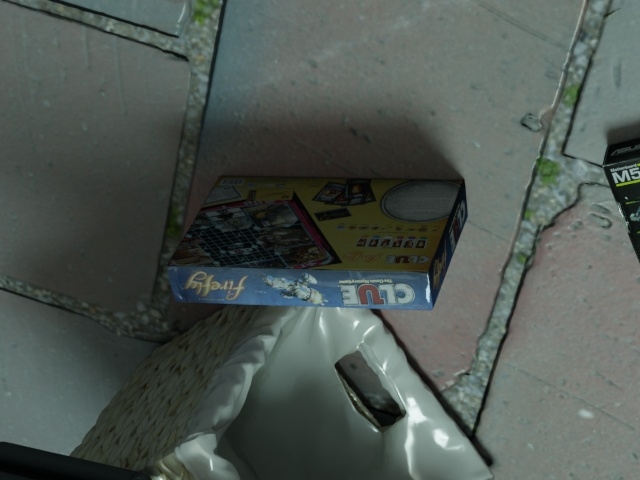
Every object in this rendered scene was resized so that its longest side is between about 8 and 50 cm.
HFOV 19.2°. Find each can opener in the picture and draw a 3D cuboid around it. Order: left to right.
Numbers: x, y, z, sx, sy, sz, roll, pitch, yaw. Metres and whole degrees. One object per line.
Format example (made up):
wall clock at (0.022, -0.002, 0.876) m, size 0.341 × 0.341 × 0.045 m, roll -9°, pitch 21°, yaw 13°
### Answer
can opener at (-0.173, 0.241, 1.618) m, size 0.280 × 0.074 × 0.093 m, roll 13°, pitch 125°, yaw 19°

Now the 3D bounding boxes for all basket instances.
basket at (-0.051, 0.250, 1.824) m, size 0.266 × 0.331 × 0.328 m, roll -26°, pitch 109°, yaw 35°

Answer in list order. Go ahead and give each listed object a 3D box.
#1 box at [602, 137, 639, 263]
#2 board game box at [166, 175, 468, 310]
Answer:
box at (0.370, -0.020, 1.690) m, size 0.190 × 0.045 × 0.184 m, roll -14°, pitch 114°, yaw 25°
board game box at (0.000, 0.000, 1.743) m, size 0.243 × 0.165 × 0.042 m, roll 2°, pitch 122°, yaw 17°
